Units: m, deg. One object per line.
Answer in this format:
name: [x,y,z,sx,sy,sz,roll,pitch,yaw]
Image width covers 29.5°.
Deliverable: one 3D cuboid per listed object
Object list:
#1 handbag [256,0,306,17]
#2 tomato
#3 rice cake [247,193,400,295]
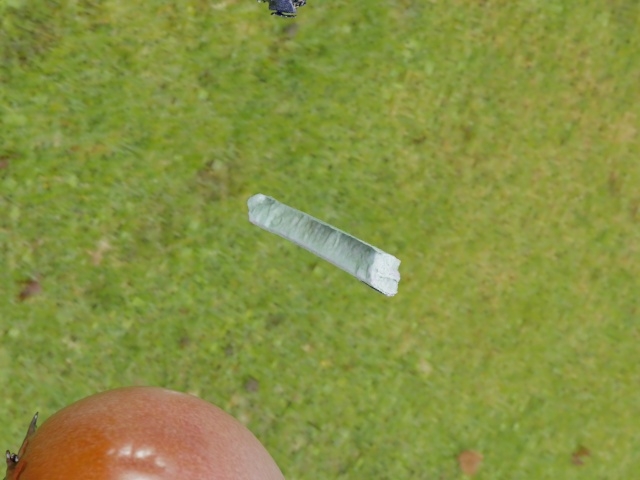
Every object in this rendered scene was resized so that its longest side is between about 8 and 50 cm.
handbag: [-0.017,-0.348,1.181,0.208,0.126,0.229,-73,178,-52]
tomato: [-0.139,0.297,1.098,0.272,0.341,0.341,-3,119,-6]
rice cake: [0.000,0.000,1.120,0.043,0.211,0.034,26,91,-39]
